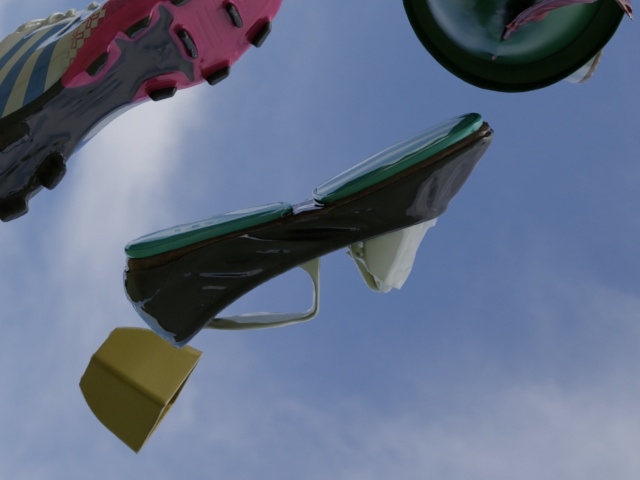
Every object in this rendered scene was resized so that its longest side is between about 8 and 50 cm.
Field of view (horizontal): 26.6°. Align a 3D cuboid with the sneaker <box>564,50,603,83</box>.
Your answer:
[{"bbox_3d":[0.160,-0.240,1.287,0.282,0.153,0.099,-105,-151,-62],"label":"sneaker"}]

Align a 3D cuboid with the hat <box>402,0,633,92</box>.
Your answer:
[{"bbox_3d":[0.103,-0.172,0.888,0.208,0.183,0.173,-36,-93,35],"label":"hat"}]

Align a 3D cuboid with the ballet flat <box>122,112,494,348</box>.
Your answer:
[{"bbox_3d":[0.000,0.000,0.957,0.280,0.095,0.096,-21,-76,1],"label":"ballet flat"}]

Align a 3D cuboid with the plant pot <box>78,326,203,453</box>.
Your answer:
[{"bbox_3d":[-0.171,0.127,1.240,0.083,0.081,0.081,33,-49,1],"label":"plant pot"}]

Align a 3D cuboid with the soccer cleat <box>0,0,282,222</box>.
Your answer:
[{"bbox_3d":[-0.189,-0.156,1.110,0.331,0.116,0.143,-35,-130,1],"label":"soccer cleat"}]
